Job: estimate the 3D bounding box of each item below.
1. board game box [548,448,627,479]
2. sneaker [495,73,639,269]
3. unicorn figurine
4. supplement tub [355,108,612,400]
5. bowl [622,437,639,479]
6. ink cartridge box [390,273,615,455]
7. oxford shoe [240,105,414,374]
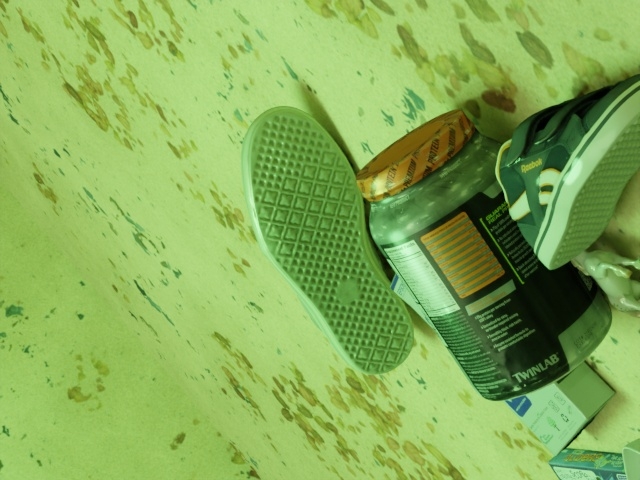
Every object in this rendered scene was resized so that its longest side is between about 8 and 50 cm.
[{"bbox_3d":[0.411,0.353,2.186,0.136,0.035,0.201,56,158,-11],"label":"board game box"},{"bbox_3d":[0.261,-0.093,1.656,0.127,0.126,0.321,54,155,18],"label":"sneaker"},{"bbox_3d":[0.332,0.034,1.803,0.111,0.060,0.162,4,127,57],"label":"unicorn figurine"},{"bbox_3d":[0.188,0.015,1.881,0.316,0.193,0.193,57,158,-11],"label":"supplement tub"},{"bbox_3d":[0.456,0.313,2.009,0.142,0.053,0.142,29,148,45],"label":"bowl"},{"bbox_3d":[0.239,0.131,2.141,0.333,0.065,0.165,45,158,12],"label":"ink cartridge box"},{"bbox_3d":[0.000,0.000,2.305,0.449,0.169,0.130,62,176,-28],"label":"oxford shoe"}]
